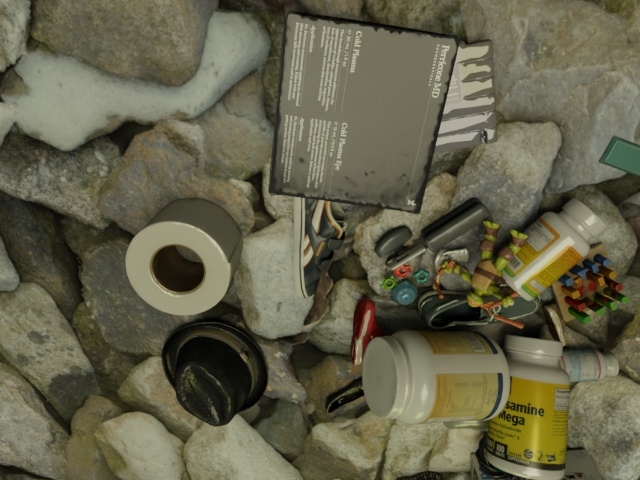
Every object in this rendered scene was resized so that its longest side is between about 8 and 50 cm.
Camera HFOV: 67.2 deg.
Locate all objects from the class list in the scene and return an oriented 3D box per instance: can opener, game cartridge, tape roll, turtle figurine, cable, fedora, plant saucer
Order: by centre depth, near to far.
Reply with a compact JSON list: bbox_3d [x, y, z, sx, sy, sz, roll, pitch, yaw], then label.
[{"bbox_3d":[0.206,-0.303,1.079,0.355,0.068,0.230,-9,109,6],"label":"game cartridge"},{"bbox_3d":[0.400,0.076,1.119,0.087,0.269,0.217,19,98,-33],"label":"turtle figurine"},{"bbox_3d":[0.760,-0.182,1.134,0.192,0.018,0.067,18,113,-7],"label":"plant saucer"},{"bbox_3d":[-0.326,0.036,1.182,0.246,0.169,0.246,0,113,1],"label":"tape roll"},{"bbox_3d":[0.267,-0.025,1.187,0.283,0.076,0.095,-34,109,14],"label":"can opener"},{"bbox_3d":[-0.308,0.397,1.347,0.334,0.152,0.334,1,113,2],"label":"fedora"},{"bbox_3d":[0.551,0.625,1.433,0.150,0.184,0.047,22,157,29],"label":"cable"}]

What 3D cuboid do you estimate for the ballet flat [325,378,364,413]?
[{"bbox_3d":[0.089,0.459,1.416,0.173,0.049,0.057,-35,109,15],"label":"ballet flat"}]

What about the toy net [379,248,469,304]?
[{"bbox_3d":[0.270,0.077,1.248,0.232,0.045,0.122,-37,108,14],"label":"toy net"}]

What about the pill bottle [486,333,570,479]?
[{"bbox_3d":[0.541,0.421,1.253,0.188,0.188,0.334,8,82,-2],"label":"pill bottle"}]

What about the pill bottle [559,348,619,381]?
[{"bbox_3d":[0.720,0.342,1.324,0.160,0.087,0.087,-3,113,2],"label":"pill bottle"}]

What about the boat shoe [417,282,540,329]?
[{"bbox_3d":[0.420,0.186,1.259,0.319,0.099,0.116,-2,113,3],"label":"boat shoe"}]

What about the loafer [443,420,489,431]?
[{"bbox_3d":[0.511,0.519,1.395,0.319,0.112,0.111,-5,105,3],"label":"loafer"}]

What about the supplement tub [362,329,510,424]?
[{"bbox_3d":[0.287,0.343,1.224,0.316,0.228,0.228,5,115,-20],"label":"supplement tub"}]

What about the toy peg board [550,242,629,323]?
[{"bbox_3d":[0.681,0.117,1.212,0.161,0.079,0.161,-27,109,-1],"label":"toy peg board"}]

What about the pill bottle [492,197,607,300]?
[{"bbox_3d":[0.549,0.018,1.162,0.136,0.136,0.246,39,109,-14],"label":"pill bottle"}]

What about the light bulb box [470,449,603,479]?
[{"bbox_3d":[0.658,0.858,1.475,0.361,0.225,0.358,-4,114,4],"label":"light bulb box"}]

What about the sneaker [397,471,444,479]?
[{"bbox_3d":[0.325,0.798,1.560,0.162,0.063,0.073,-12,130,12],"label":"sneaker"}]

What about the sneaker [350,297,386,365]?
[{"bbox_3d":[0.156,0.249,1.317,0.128,0.087,0.221,1,126,-8],"label":"sneaker"}]

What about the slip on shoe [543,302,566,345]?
[{"bbox_3d":[0.642,0.226,1.301,0.041,0.051,0.135,-26,104,0],"label":"slip on shoe"}]

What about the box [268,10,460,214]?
[{"bbox_3d":[0.073,-0.256,0.976,0.312,0.179,0.343,9,114,-1],"label":"box"}]

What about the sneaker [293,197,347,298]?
[{"bbox_3d":[0.000,0.000,1.179,0.127,0.126,0.321,4,112,6],"label":"sneaker"}]
